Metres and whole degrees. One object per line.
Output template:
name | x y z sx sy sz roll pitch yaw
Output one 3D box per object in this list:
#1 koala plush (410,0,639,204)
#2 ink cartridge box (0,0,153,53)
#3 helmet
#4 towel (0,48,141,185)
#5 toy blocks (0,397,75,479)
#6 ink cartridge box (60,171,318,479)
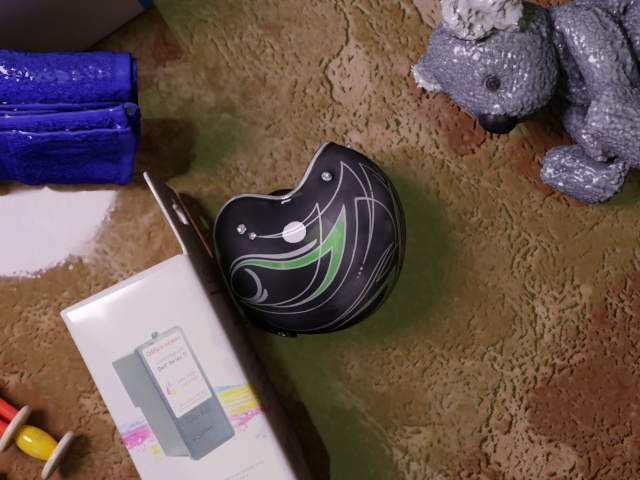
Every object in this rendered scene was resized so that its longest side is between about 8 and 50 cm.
koala plush | 0.199 -0.163 0.913 0.221 0.196 0.203 12 78 1
ink cartridge box | -0.340 -0.355 0.856 0.166 0.285 0.395 -34 89 0
helmet | 0.000 0.000 0.915 0.162 0.169 0.169 -16 89 16
towel | -0.311 -0.088 0.854 0.308 0.227 0.076 -2 74 -12
toy blocks | -0.333 0.203 0.964 0.148 0.054 0.123 30 89 0
ink cartridge box | -0.115 0.127 0.889 0.119 0.207 0.353 -26 88 -2
